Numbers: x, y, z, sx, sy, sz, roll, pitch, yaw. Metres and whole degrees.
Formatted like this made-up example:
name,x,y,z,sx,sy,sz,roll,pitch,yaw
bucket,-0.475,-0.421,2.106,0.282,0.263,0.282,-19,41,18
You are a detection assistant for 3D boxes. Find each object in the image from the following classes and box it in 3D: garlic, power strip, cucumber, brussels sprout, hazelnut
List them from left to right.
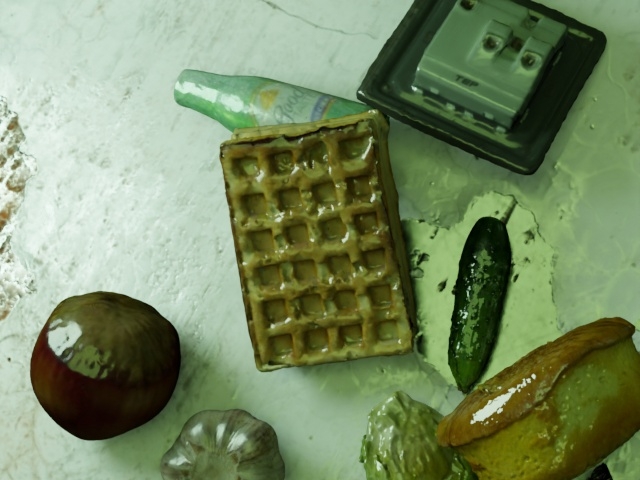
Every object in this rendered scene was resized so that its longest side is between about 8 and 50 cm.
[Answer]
name,x,y,z,sx,sy,sz,roll,pitch,yaw
hazelnut,-0.283,0.171,1.675,0.208,0.208,0.208,-2,78,11
garlic,-0.119,0.283,1.651,0.159,0.102,0.147,-27,88,17
brussels sprout,0.121,0.280,1.604,0.139,0.100,0.181,-24,73,-4
cucumber,0.201,0.082,1.646,0.069,0.069,0.227,10,84,14
power strip,0.213,-0.237,1.668,0.257,0.092,0.251,26,72,11

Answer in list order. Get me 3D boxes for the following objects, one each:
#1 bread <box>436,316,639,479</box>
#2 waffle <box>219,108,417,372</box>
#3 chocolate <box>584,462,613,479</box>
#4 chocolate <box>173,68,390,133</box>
name,x,y,z,sx,sy,sz,roll,pitch,yaw
bread,0.271,0.199,1.519,0.268,0.268,0.145,-32,85,4
waffle,0.000,0.000,1.636,0.213,0.091,0.308,-8,102,9
chocolate,0.292,0.322,1.573,0.147,0.072,0.070,-15,53,4
chocolate,-0.059,-0.168,1.738,0.291,0.110,0.110,19,83,17
